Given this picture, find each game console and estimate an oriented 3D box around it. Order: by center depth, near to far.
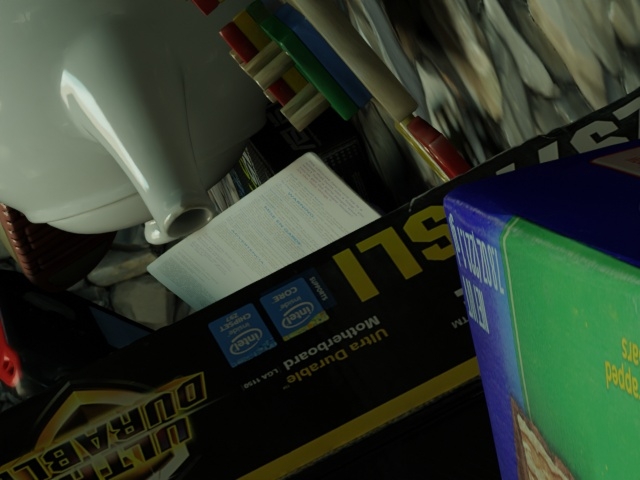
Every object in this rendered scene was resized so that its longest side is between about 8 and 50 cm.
[{"bbox_3d":[-0.053,0.131,1.384,0.386,0.060,0.342,25,178,-14],"label":"game console"}]

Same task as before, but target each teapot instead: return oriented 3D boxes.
[{"bbox_3d":[-0.121,-0.088,1.165,0.256,0.252,0.187,-37,-72,-51],"label":"teapot"}]

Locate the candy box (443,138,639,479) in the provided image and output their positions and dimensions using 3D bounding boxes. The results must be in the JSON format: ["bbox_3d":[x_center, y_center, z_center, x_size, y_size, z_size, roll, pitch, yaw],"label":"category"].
[{"bbox_3d":[0.135,0.144,0.356,0.268,0.122,0.317,-145,41,-76],"label":"candy box"}]

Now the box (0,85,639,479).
[{"bbox_3d":[0.041,0.125,0.668,0.079,0.257,0.322,58,171,41],"label":"box"}]

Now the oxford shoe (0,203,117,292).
[{"bbox_3d":[-0.217,-0.125,1.358,0.130,0.123,0.348,22,133,37],"label":"oxford shoe"}]

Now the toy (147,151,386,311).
[{"bbox_3d":[0.002,0.017,1.161,0.137,0.056,0.237,42,148,-9],"label":"toy"}]

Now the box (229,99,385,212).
[{"bbox_3d":[0.000,0.000,1.340,0.216,0.060,0.270,55,170,53],"label":"box"}]

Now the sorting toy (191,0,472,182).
[{"bbox_3d":[-0.023,-0.098,0.874,0.274,0.046,0.132,48,-179,-20],"label":"sorting toy"}]
